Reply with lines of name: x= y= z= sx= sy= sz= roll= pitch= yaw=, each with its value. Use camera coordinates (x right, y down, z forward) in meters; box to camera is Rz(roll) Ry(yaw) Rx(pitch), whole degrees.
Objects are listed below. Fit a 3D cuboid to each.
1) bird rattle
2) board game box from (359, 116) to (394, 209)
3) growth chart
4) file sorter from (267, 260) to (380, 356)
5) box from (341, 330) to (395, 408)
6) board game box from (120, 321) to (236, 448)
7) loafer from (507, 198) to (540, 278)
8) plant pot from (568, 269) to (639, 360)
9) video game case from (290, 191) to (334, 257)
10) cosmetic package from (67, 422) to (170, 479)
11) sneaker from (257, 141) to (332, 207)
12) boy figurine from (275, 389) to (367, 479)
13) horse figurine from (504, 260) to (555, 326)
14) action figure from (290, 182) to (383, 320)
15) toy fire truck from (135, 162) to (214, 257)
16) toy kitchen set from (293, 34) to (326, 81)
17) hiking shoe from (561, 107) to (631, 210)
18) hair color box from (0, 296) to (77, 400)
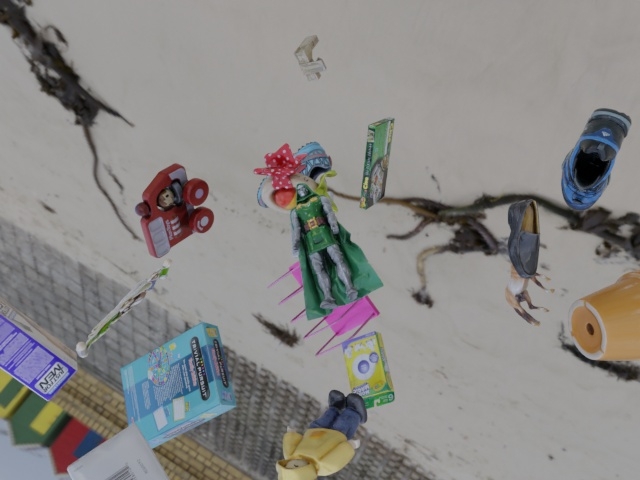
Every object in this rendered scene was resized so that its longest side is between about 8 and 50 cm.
bird rattle: x=-0.075 y=-0.133 z=1.536 sx=0.254 sy=0.142 sz=0.207 roll=13 pitch=145 yaw=-31
board game box: x=0.171 y=-0.234 z=1.732 sx=0.030 sy=0.136 sz=0.259 roll=19 pitch=119 yaw=28
growth chart: x=-0.368 y=0.129 z=1.068 sx=0.021 sy=0.237 sz=0.172 roll=44 pitch=163 yaw=-3
file sorter: x=0.000 y=0.195 z=1.831 sx=0.202 sy=0.182 sz=0.290 roll=-35 pitch=91 yaw=40
box: x=0.121 y=0.332 z=1.450 sx=0.105 sy=0.179 sz=0.043 roll=-24 pitch=153 yaw=24
board game box: x=-0.423 y=0.428 z=1.671 sx=0.336 sy=0.253 sz=0.079 roll=-30 pitch=150 yaw=18
loafer: x=0.433 y=-0.006 z=1.202 sx=0.062 sy=0.169 sz=0.061 roll=-1 pitch=167 yaw=-14
plant pot: x=0.646 y=0.173 z=1.209 sx=0.188 sy=0.205 sz=0.205 roll=-10 pitch=155 yaw=-9
video game case: x=-0.029 y=-0.055 z=2.076 sx=0.194 sy=0.212 sz=0.023 roll=-12 pitch=165 yaw=36
cosmetic package: x=-0.430 y=0.543 z=1.248 sx=0.196 sy=0.155 sz=0.365 roll=55 pitch=152 yaw=8
sneaker: x=-0.077 y=-0.179 z=1.728 sx=0.125 sy=0.262 sz=0.104 roll=50 pitch=-174 yaw=19
boy figurine: x=-0.012 y=0.438 z=1.226 sx=0.177 sy=0.285 sz=0.092 roll=4 pitch=112 yaw=33
horse figurine: x=0.616 y=0.145 z=1.714 sx=0.174 sy=0.066 sz=0.263 roll=43 pitch=147 yaw=47
action figure: x=0.000 y=0.000 z=0.949 sx=0.063 sy=0.137 sz=0.232 roll=48 pitch=-160 yaw=-61
toy fire truck: x=-0.540 y=-0.110 z=2.055 sx=0.170 sy=0.254 sz=0.302 roll=23 pitch=136 yaw=30
toy kitchen set: x=-0.007 y=-0.453 z=1.414 sx=0.068 sy=0.075 sz=0.083 roll=2 pitch=139 yaw=35
hiking shoe: x=0.593 y=-0.155 z=1.287 sx=0.113 sy=0.132 sz=0.304 roll=25 pitch=154 yaw=26
hair color box: x=-0.776 y=0.240 z=1.423 sx=0.339 sy=0.110 sz=0.185 roll=47 pitch=165 yaw=-19
